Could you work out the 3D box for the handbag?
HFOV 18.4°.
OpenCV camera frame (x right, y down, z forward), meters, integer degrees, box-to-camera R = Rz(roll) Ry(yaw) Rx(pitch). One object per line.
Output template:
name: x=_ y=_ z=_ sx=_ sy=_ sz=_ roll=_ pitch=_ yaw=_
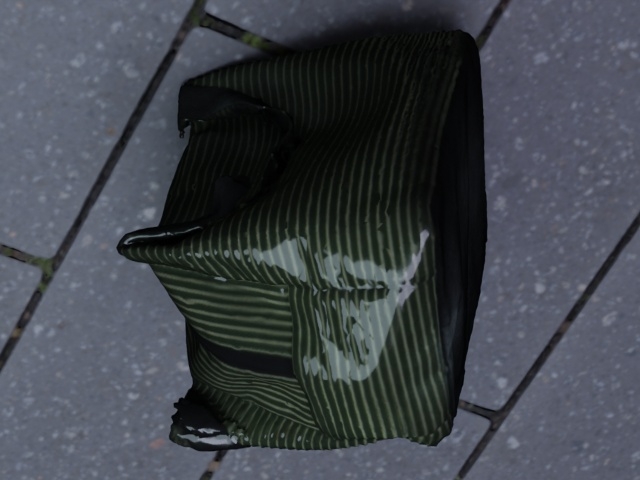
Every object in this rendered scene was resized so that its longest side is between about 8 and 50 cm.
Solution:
handbag: x=0.000 y=0.000 z=1.476 sx=0.240 sy=0.341 sz=0.247 roll=-3 pitch=123 yaw=11
